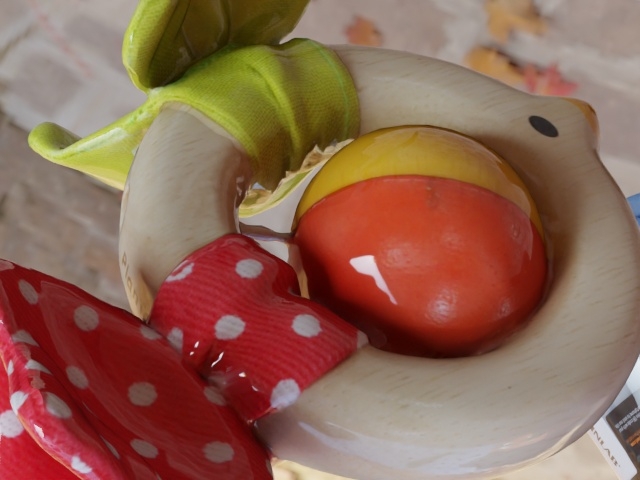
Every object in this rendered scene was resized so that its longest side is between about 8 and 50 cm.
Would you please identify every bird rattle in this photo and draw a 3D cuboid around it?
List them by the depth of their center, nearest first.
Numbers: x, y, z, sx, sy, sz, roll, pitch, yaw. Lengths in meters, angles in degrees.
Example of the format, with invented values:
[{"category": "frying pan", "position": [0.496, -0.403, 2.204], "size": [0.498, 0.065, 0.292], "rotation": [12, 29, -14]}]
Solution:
[{"category": "bird rattle", "position": [0.000, 0.000, 0.583], "size": [0.206, 0.253, 0.143], "rotation": [7, 127, -6]}]

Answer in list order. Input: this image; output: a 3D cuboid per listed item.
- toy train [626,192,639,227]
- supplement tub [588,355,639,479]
[{"category": "toy train", "position": [0.185, 0.016, 1.251], "size": [0.184, 0.080, 0.105], "rotation": [-20, 167, -16]}, {"category": "supplement tub", "position": [0.226, 0.126, 1.029], "size": [0.190, 0.117, 0.117], "rotation": [58, 156, 17]}]
